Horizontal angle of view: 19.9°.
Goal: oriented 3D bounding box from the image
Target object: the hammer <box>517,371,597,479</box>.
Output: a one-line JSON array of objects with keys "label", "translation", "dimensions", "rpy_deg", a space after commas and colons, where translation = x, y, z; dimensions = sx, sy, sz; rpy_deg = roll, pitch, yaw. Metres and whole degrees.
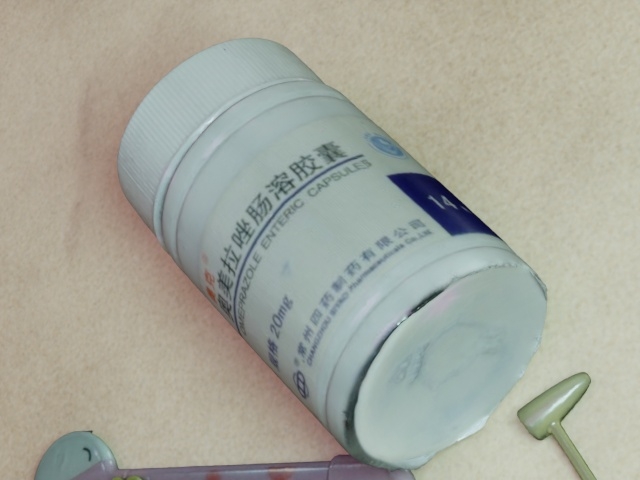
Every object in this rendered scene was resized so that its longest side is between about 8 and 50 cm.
[{"label": "hammer", "translation": [0.211, 0.182, 1.294], "dimensions": [0.060, 0.028, 0.195], "rpy_deg": [-37, 59, 11]}]

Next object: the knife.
[{"label": "knife", "translation": [-0.087, 0.213, 1.473], "dimensions": [0.399, 0.038, 0.132], "rpy_deg": [-5, 73, 32]}]

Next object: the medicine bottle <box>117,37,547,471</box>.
[{"label": "medicine bottle", "translation": [0.000, 0.000, 1.395], "dimensions": [0.190, 0.190, 0.332], "rpy_deg": [-51, 53, 8]}]
